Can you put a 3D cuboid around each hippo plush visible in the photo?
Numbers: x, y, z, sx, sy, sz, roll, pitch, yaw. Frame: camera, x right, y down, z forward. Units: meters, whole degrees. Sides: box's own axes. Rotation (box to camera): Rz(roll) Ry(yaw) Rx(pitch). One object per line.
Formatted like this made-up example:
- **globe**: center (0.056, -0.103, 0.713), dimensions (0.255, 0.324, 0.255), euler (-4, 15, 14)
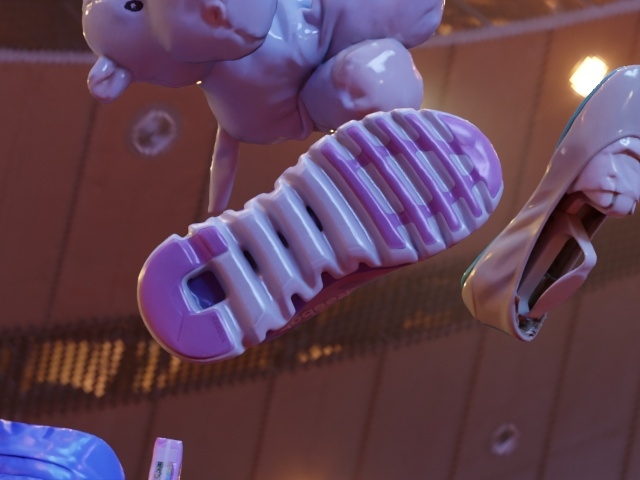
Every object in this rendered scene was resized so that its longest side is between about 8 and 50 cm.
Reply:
- **hippo plush**: center (-0.071, -0.194, 1.257), dimensions (0.237, 0.234, 0.294), euler (22, -27, -37)

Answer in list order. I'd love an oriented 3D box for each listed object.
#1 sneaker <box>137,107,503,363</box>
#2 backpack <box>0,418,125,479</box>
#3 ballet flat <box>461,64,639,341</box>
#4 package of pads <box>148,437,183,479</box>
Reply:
- **sneaker**: center (0.000, 0.000, 0.964), dimensions (0.236, 0.095, 0.104), euler (-28, -11, -6)
- **backpack**: center (-0.159, 0.150, 0.788), dimensions (0.120, 0.101, 0.098), euler (1, -51, 10)
- **ballet flat**: center (0.209, -0.022, 1.259), dimensions (0.086, 0.086, 0.248), euler (14, -64, -43)
- **package of pads**: center (-0.161, 0.249, 1.602), dimensions (0.032, 0.083, 0.050), euler (8, -25, -2)
